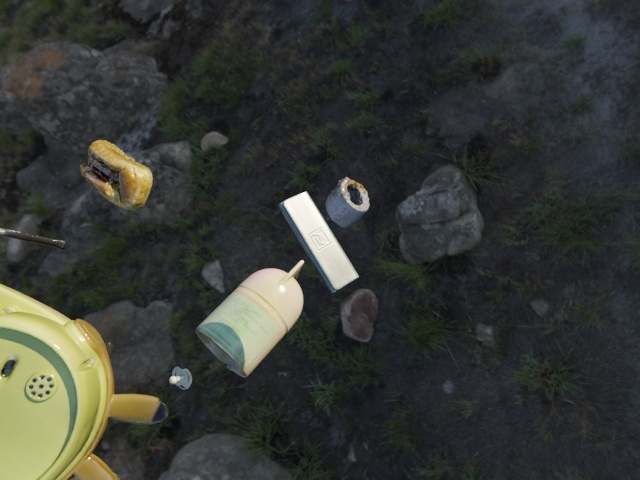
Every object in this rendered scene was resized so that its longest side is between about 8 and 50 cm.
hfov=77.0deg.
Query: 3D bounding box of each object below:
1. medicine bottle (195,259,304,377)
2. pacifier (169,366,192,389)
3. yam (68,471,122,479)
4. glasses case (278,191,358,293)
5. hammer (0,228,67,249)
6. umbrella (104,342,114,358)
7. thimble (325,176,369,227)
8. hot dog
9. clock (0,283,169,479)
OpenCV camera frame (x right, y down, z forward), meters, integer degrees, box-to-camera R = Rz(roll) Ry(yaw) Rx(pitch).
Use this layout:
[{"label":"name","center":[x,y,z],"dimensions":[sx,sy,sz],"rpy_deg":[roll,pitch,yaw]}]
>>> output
[{"label":"medicine bottle","center":[-0.205,0.244,1.407],"dimensions":[0.236,0.235,0.406],"rpy_deg":[21,54,35]},{"label":"pacifier","center":[-0.427,0.419,1.210],"dimensions":[0.084,0.064,0.068],"rpy_deg":[1,89,30]},{"label":"yam","center":[-0.749,0.827,1.183],"dimensions":[0.241,0.348,0.240],"rpy_deg":[0,79,2]},{"label":"glasses case","center":[0.000,0.000,1.051],"dimensions":[0.056,0.105,0.265],"rpy_deg":[-35,84,35]},{"label":"hammer","center":[-0.778,-0.021,1.018],"dimensions":[0.103,0.247,0.029],"rpy_deg":[-54,46,19]},{"label":"umbrella","center":[-0.515,0.284,0.942],"dimensions":[0.036,0.031,0.133],"rpy_deg":[-22,22,-4]},{"label":"thimble","center":[0.092,-0.131,1.412],"dimensions":[0.118,0.127,0.151],"rpy_deg":[-45,25,41]},{"label":"hot dog","center":[-0.391,-0.129,0.746],"dimensions":[0.243,0.073,0.084],"rpy_deg":[32,100,40]},{"label":"clock","center":[-0.247,0.133,0.317],"dimensions":[0.169,0.232,0.069],"rpy_deg":[-69,13,-16]}]
